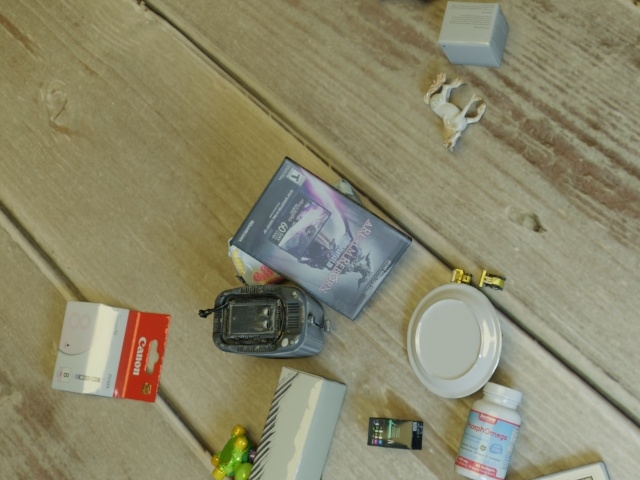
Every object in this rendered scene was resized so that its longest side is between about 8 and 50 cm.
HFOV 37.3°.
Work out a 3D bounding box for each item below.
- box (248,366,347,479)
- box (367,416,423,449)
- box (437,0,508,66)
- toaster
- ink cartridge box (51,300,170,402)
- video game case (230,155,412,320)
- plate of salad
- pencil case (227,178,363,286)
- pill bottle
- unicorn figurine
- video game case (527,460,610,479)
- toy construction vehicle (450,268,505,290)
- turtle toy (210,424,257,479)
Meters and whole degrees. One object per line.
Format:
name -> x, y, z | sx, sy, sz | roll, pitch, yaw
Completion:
box -> -0.048, 0.375, 1.715 | 0.094, 0.113, 0.275 | 13, 81, 28
box -> 0.131, 0.340, 1.669 | 0.083, 0.062, 0.052 | -1, 78, 24
box -> 0.286, -0.383, 1.764 | 0.101, 0.102, 0.087 | 9, 79, 25
toaster -> -0.098, 0.158, 1.772 | 0.226, 0.146, 0.129 | -5, 74, 22
ink cartridge box -> -0.436, 0.228, 1.960 | 0.232, 0.066, 0.189 | 2, 77, 29
video game case -> 0.000, 0.000, 1.732 | 0.274, 0.026, 0.196 | 33, 110, -4
plate of salad -> 0.235, 0.174, 1.653 | 0.199, 0.048, 0.200 | -8, 77, 42
pencil case -> -0.041, -0.012, 1.805 | 0.273, 0.124, 0.113 | -26, 28, 14
pill bottle -> 0.285, 0.322, 1.590 | 0.087, 0.087, 0.160 | 14, 83, 27
unicorn figurine -> 0.250, -0.238, 1.774 | 0.111, 0.060, 0.162 | -43, 48, 9
video game case -> 0.346, 0.547, 1.535 | 0.329, 0.036, 0.300 | -20, 69, 18
toy construction vehicle -> 0.269, 0.090, 1.687 | 0.098, 0.035, 0.086 | 17, 84, 27
turtle toy -> -0.151, 0.410, 1.761 | 0.066, 0.130, 0.095 | 34, 97, -17
